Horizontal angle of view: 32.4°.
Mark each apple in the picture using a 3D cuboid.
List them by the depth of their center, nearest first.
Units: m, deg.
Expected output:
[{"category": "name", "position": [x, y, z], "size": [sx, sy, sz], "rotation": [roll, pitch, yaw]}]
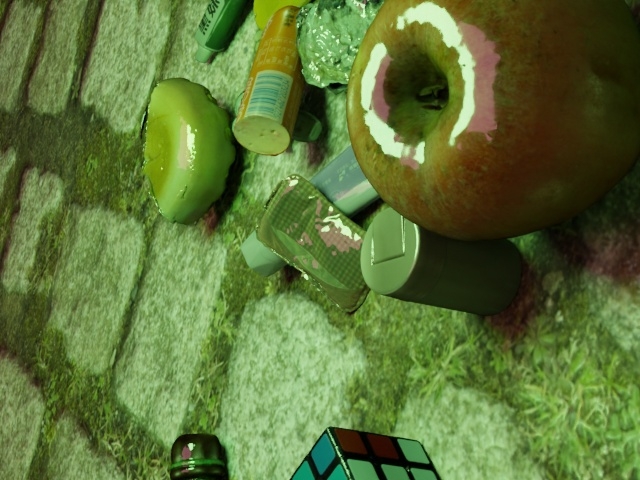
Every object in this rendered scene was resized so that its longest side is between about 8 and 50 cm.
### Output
[{"category": "apple", "position": [0.207, -0.163, 1.254], "size": [0.338, 0.305, 0.338], "rotation": [1, 92, 45]}]

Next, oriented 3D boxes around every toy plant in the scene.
[{"category": "toy plant", "position": [-0.201, 0.400, 1.794], "size": [0.093, 0.093, 0.162], "rotation": [-26, 59, 47]}]

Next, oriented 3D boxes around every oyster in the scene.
[{"category": "oyster", "position": [0.061, -0.324, 1.665], "size": [0.268, 0.112, 0.198], "rotation": [-21, 63, 45]}]

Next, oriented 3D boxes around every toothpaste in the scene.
[{"category": "toothpaste", "position": [0.023, -0.071, 1.666], "size": [0.371, 0.080, 0.125], "rotation": [-40, 50, 31]}, {"category": "toothpaste", "position": [-0.147, -0.472, 1.997], "size": [0.098, 0.061, 0.392], "rotation": [57, 135, 27]}]

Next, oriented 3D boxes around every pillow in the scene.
[{"category": "pillow", "position": [-0.002, 0.002, 1.635], "size": [0.211, 0.034, 0.135], "rotation": [37, 116, 18]}]

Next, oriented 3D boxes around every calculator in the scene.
[{"category": "calculator", "position": [-0.047, -0.459, 1.918], "size": [0.235, 0.032, 0.146], "rotation": [-44, 47, 39]}]

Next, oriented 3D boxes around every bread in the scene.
[{"category": "bread", "position": [-0.217, -0.156, 1.952], "size": [0.156, 0.158, 0.260], "rotation": [10, 94, 46]}]

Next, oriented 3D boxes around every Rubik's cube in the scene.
[{"category": "Rubik's cube", "position": [0.058, 0.354, 1.403], "size": [0.160, 0.163, 0.162], "rotation": [-57, 36, 25]}]

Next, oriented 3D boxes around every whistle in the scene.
[{"category": "whistle", "position": [-0.076, -0.209, 1.841], "size": [0.236, 0.077, 0.114], "rotation": [29, 91, 51]}]

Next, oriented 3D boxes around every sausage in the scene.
[{"category": "sausage", "position": [-0.065, -0.277, 1.782], "size": [0.093, 0.093, 0.312], "rotation": [-35, 33, 43]}]

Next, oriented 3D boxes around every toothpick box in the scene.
[{"category": "toothpick box", "position": [0.150, 0.029, 1.366], "size": [0.111, 0.181, 0.111], "rotation": [-22, 61, 49]}]
